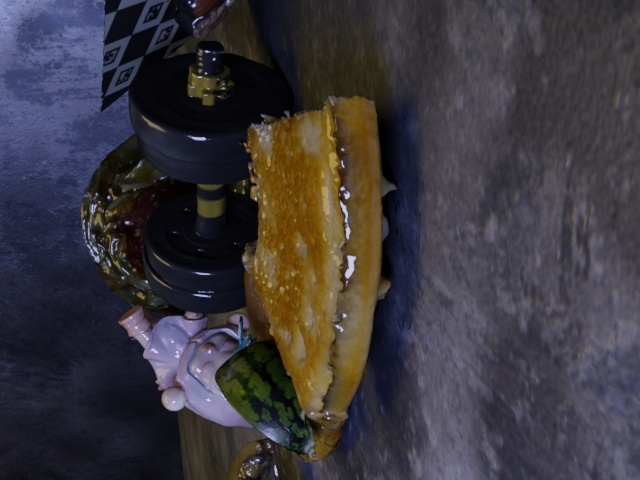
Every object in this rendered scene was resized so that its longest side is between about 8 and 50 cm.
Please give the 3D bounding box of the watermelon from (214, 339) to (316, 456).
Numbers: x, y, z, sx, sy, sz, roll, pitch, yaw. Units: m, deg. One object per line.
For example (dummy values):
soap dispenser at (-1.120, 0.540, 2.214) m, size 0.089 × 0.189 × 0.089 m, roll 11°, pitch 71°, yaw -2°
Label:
watermelon at (-0.052, 0.144, 0.828) m, size 0.069 × 0.087 × 0.163 m, roll -55°, pitch 38°, yaw 8°

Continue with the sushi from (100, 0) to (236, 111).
sushi at (-0.134, -0.277, 0.898) m, size 0.050 × 0.264 × 0.290 m, roll 42°, pitch 156°, yaw 3°

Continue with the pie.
pie at (-0.027, 0.125, 0.910) m, size 0.273 × 0.069 × 0.273 m, roll 166°, pitch 90°, yaw -74°

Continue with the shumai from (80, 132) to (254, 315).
shumai at (-0.192, -0.022, 1.260) m, size 0.289 × 0.292 × 0.329 m, roll 2°, pitch 113°, yaw 36°

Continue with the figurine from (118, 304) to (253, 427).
figurine at (-0.190, 0.189, 1.244) m, size 0.276 × 0.200 × 0.133 m, roll 29°, pitch 141°, yaw 16°

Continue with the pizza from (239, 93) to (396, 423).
pizza at (0.000, 0.000, 0.713) m, size 0.223 × 0.090 × 0.323 m, roll -129°, pitch 36°, yaw -51°

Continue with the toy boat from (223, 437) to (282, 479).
toy boat at (-0.051, 0.420, 1.035) m, size 0.122 × 0.089 × 0.321 m, roll -21°, pitch 72°, yaw 30°

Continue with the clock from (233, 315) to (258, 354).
clock at (-0.080, 0.173, 1.067) m, size 0.147 × 0.045 × 0.108 m, roll 63°, pitch 178°, yaw -29°

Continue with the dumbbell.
dumbbell at (-0.134, -0.067, 0.982) m, size 0.185 × 0.185 × 0.388 m, roll -113°, pitch 21°, yaw -43°
